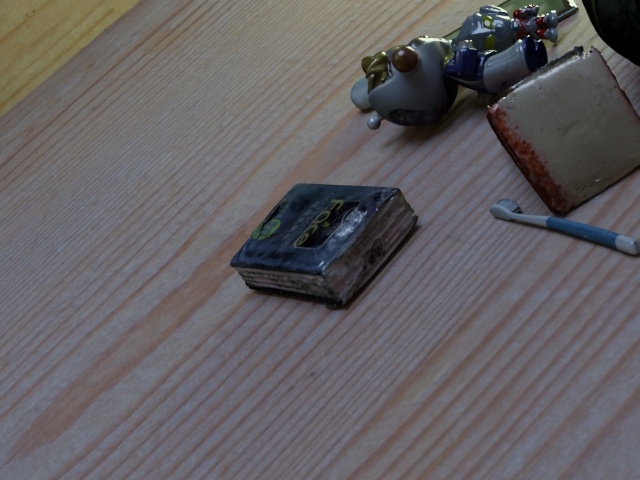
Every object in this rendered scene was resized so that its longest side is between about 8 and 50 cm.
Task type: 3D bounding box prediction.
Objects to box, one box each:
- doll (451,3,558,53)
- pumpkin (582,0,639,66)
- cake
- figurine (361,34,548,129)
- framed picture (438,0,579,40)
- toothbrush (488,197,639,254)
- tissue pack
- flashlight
[{"bbox_3d":[0.275,-0.312,2.017,0.180,0.094,0.079,-5,0,31],"label":"doll"},{"bbox_3d":[0.475,-0.340,1.638,0.323,0.241,0.323,-19,29,11],"label":"pumpkin"},{"bbox_3d":[0.318,-0.126,1.688,0.158,0.159,0.262,-32,-9,8],"label":"cake"},{"bbox_3d":[0.195,-0.238,1.957,0.274,0.133,0.194,-5,0,9],"label":"figurine"},{"bbox_3d":[0.290,-0.339,2.122,0.231,0.010,0.173,-28,27,14],"label":"framed picture"},{"bbox_3d":[0.286,-0.019,1.578,0.025,0.019,0.276,-35,24,-18],"label":"toothbrush"},{"bbox_3d":[0.000,0.000,1.825,0.173,0.073,0.235,-48,28,-22],"label":"tissue pack"},{"bbox_3d":[0.130,-0.265,2.133,0.200,0.047,0.093,-21,32,34],"label":"flashlight"}]
